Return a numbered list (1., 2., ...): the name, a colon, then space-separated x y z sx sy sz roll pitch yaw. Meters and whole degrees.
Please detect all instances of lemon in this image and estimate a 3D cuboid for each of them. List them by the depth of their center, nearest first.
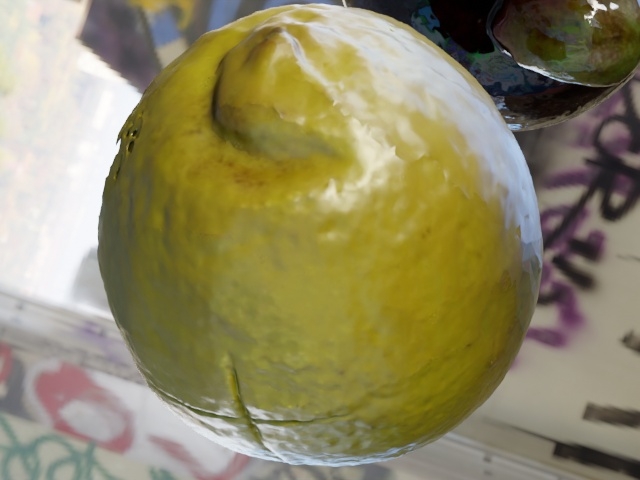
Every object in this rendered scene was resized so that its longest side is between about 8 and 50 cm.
1. lemon: 0.000 -0.001 0.849 0.297 0.297 0.297 -160 -90 -81

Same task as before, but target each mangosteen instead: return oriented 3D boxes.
1. mangosteen: 0.167 -0.246 1.125 0.347 0.306 0.307 -176 -75 -78
